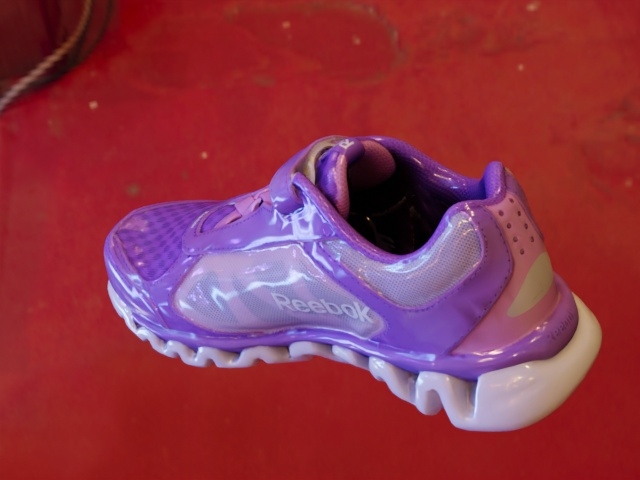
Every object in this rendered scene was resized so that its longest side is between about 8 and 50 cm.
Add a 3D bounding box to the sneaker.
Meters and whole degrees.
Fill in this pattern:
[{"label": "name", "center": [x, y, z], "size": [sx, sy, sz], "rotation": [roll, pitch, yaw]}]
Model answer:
[{"label": "sneaker", "center": [0.000, 0.000, 0.570], "size": [0.236, 0.104, 0.095], "rotation": [9, 43, 34]}]
